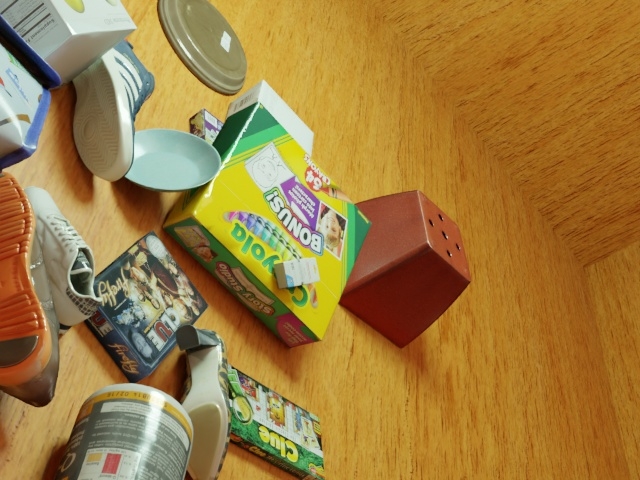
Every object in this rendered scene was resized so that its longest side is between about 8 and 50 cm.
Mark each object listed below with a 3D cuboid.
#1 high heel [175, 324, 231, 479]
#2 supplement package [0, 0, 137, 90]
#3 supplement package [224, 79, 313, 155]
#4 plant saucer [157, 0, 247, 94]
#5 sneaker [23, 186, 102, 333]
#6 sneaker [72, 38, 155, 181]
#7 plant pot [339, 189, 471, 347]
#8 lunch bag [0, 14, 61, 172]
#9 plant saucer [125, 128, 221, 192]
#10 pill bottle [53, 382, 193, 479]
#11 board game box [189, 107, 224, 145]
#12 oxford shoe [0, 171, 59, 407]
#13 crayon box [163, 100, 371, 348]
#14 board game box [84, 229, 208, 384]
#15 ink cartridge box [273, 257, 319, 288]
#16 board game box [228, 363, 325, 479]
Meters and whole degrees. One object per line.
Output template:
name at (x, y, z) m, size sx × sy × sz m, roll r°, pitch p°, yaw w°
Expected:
high heel at (-0.176, 0.267, 1.602) m, size 0.186 × 0.093 × 0.261 m, roll 59°, pitch 23°, yaw -78°
supplement package at (-0.477, -0.393, 1.610) m, size 0.263 × 0.198 × 0.199 m, roll 58°, pitch 25°, yaw -2°
supplement package at (-0.112, -0.244, 2.227) m, size 0.179 × 0.105 × 0.105 m, roll 45°, pitch 28°, yaw -26°
plant saucer at (-0.257, -0.457, 2.274) m, size 0.278 × 0.041 × 0.278 m, roll 43°, pitch 28°, yaw -30°
sneaker at (-0.379, 0.015, 1.467) m, size 0.090 × 0.094 × 0.235 m, roll 11°, pitch 51°, yaw -56°
sneaker at (-0.349, -0.244, 1.760) m, size 0.148 × 0.131 × 0.350 m, roll 20°, pitch 45°, yaw -47°
plant pot at (0.192, 0.041, 2.318) m, size 0.267 × 0.235 × 0.267 m, roll 37°, pitch 32°, yaw -37°
lunch bag at (-0.529, -0.235, 1.321) m, size 0.328 × 0.239 × 0.385 m, roll 46°, pitch 12°, yaw -24°
plant saucer at (-0.276, -0.134, 1.797) m, size 0.194 × 0.037 × 0.195 m, roll 7°, pitch 37°, yaw -5°
pill bottle at (-0.259, 0.327, 1.260) m, size 0.162 × 0.162 × 0.278 m, roll 47°, pitch 27°, yaw -25°
board game box at (-0.136, -0.108, 2.105) m, size 0.346 × 0.056 × 0.208 m, roll 36°, pitch 30°, yaw -40°
oxford shoe at (-0.424, 0.061, 1.348) m, size 0.133 × 0.129 × 0.364 m, roll 80°, pitch -8°, yaw -53°
crayon box at (-0.088, -0.028, 1.930) m, size 0.363 × 0.106 × 0.313 m, roll 46°, pitch 47°, yaw -25°
board game box at (-0.283, 0.101, 1.606) m, size 0.165 × 0.042 × 0.243 m, roll 55°, pitch 25°, yaw -10°
ink cartridge box at (-0.043, 0.060, 1.848) m, size 0.083 × 0.028 × 0.048 m, roll -8°, pitch 85°, yaw -45°
board game box at (-0.086, 0.322, 1.744) m, size 0.259 × 0.030 × 0.136 m, roll 37°, pitch 35°, yaw -38°
